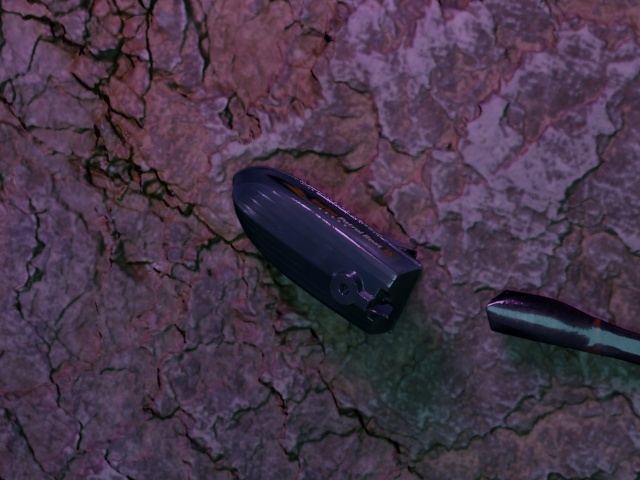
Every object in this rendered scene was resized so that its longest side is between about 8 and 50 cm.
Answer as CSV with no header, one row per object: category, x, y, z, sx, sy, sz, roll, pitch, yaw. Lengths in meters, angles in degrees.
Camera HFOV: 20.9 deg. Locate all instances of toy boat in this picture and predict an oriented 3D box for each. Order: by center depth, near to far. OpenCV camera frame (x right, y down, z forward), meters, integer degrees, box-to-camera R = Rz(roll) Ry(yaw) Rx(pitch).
toy boat,0.000,0.000,1.789,0.246,0.103,0.093,36,121,21

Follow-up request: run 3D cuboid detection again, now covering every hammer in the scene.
hammer,0.306,0.111,1.742,0.290,0.037,0.137,15,101,12
